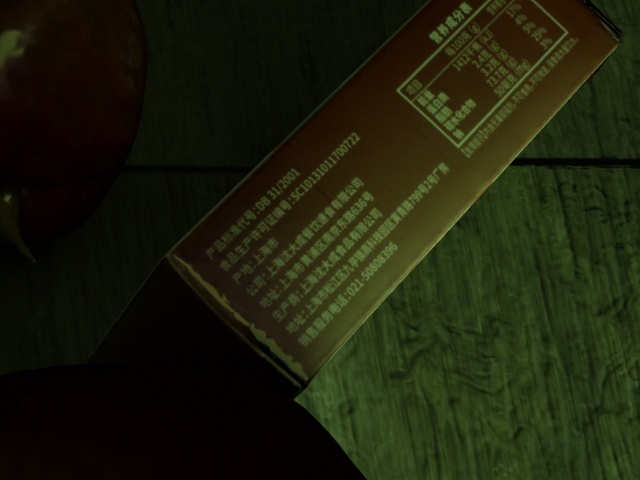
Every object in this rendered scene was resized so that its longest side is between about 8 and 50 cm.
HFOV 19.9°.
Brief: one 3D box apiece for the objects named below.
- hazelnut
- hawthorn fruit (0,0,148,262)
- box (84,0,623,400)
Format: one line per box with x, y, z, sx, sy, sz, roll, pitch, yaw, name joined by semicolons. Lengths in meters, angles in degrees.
-0.149;0.265;1.072;0.402;0.429;0.402;14;56;-21;hazelnut
-0.255;-0.124;1.339;0.258;0.258;0.261;4;92;-20;hawthorn fruit
0.000;0.000;1.311;0.122;0.344;0.385;44;58;1;box
